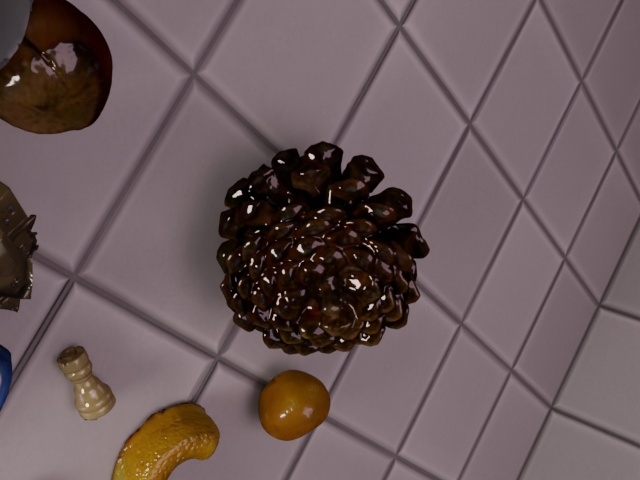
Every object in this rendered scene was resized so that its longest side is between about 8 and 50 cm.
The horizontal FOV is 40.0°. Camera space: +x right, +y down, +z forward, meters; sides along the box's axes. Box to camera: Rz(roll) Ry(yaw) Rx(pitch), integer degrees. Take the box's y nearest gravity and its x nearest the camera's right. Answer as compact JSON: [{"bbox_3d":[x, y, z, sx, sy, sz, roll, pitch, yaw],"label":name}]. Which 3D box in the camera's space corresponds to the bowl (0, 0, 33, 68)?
[{"bbox_3d":[-0.506,-0.341,1.008,0.345,0.157,0.346,-9,90,-68],"label":"bowl"}]

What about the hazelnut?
[{"bbox_3d":[-0.384,-0.257,1.218,0.208,0.208,0.208,-22,121,-42],"label":"hazelnut"}]

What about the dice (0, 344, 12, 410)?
[{"bbox_3d":[-0.533,0.196,1.242,0.146,0.143,0.146,30,82,-50],"label":"dice"}]

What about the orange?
[{"bbox_3d":[-0.058,0.343,1.848,0.159,0.159,0.136,-29,82,-38],"label":"orange"}]

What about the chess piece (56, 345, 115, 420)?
[{"bbox_3d":[-0.398,0.239,1.480,0.066,0.066,0.122,-41,127,-31],"label":"chess piece"}]

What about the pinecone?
[{"bbox_3d":[0.000,0.000,1.628,0.397,0.397,0.398,-22,121,-42],"label":"pinecone"}]

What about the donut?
[{"bbox_3d":[-0.305,0.430,1.645,0.152,0.101,0.259,26,89,-45],"label":"donut"}]

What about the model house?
[{"bbox_3d":[-0.471,0.045,1.263,0.181,0.176,0.248,-51,153,-23],"label":"model house"}]
